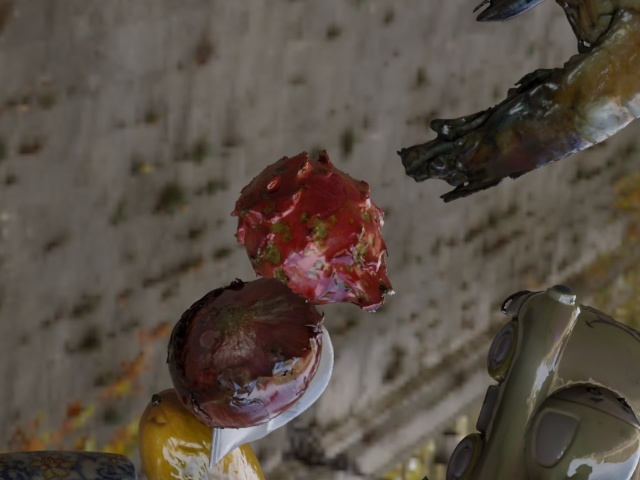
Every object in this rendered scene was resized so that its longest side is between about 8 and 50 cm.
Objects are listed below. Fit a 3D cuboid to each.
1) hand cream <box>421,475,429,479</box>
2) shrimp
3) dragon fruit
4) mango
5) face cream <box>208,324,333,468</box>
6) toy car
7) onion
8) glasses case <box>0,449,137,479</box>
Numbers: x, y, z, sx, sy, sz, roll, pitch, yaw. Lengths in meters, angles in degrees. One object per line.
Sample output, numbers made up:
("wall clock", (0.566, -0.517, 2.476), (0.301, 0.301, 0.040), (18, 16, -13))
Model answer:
("hand cream", (0.084, 0.358, 1.851), (0.075, 0.052, 0.248), (-27, -176, 19))
("shrimp", (0.221, -0.183, 1.610), (0.365, 0.233, 0.071), (-26, 152, 34))
("dragon fruit", (0.000, 0.000, 2.227), (0.268, 0.210, 0.205), (43, -109, 13))
("mango", (-0.168, 0.353, 2.352), (0.144, 0.359, 0.187), (-15, -134, 15))
("face cream", (-0.080, 0.192, 2.311), (0.137, 0.234, 0.420), (12, -177, 12))
("toy car", (0.322, 0.241, 1.953), (0.242, 0.336, 0.226), (25, 170, -14))
("onion", (-0.073, 0.130, 1.694), (0.184, 0.147, 0.184), (-16, -131, 19))
("glasses case", (-0.328, 0.278, 1.756), (0.248, 0.065, 0.087), (-1, -150, -16))
